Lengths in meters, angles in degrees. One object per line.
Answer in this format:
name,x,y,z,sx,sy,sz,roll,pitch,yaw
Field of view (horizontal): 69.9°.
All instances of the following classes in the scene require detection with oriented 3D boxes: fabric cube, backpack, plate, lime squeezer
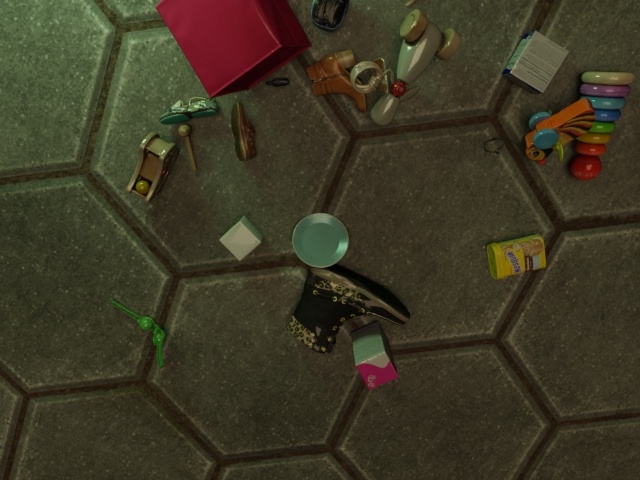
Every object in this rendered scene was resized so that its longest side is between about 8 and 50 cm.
fabric cube,-0.220,-0.574,1.234,0.254,0.259,0.258,-26,103,25
backpack,0.026,-0.672,1.330,0.105,0.084,0.114,16,102,-6
plate,0.000,0.000,1.527,0.188,0.024,0.188,1,74,-2
lime squeezer,-0.616,0.322,1.614,0.310,0.110,0.059,44,121,18

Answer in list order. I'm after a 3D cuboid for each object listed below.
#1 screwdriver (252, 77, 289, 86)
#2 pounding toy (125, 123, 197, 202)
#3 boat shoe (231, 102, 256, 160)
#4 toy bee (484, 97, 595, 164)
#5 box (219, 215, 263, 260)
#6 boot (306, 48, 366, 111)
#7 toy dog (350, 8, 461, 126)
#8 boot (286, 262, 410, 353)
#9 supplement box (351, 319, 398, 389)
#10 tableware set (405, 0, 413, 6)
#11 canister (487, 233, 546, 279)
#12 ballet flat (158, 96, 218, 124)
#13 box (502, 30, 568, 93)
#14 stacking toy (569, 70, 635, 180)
screwdriver,-0.181,-0.488,1.419,0.169,0.024,0.025,1,77,6
pounding toy,-0.477,-0.233,1.417,0.154,0.154,0.270,29,104,-9
boat shoe,-0.240,-0.343,1.442,0.060,0.064,0.178,-16,110,-28
toy bee,0.697,-0.320,1.423,0.162,0.298,0.195,36,67,-38
box,-0.260,-0.008,1.521,0.101,0.087,0.102,-40,103,10
boot,0.054,-0.469,1.406,0.152,0.073,0.197,-18,108,13
toy dog,0.244,-0.518,1.356,0.333,0.161,0.220,-38,119,13
boot,0.084,0.261,1.571,0.377,0.138,0.284,27,104,0
supplement box,0.183,0.388,1.575,0.114,0.220,0.111,-26,105,7
tableware set,0.291,-0.796,1.319,0.194,0.039,0.128,-38,103,10
canister,0.668,0.054,1.560,0.169,0.073,0.126,-13,107,2
ballet flat,-0.410,-0.407,1.422,0.188,0.070,0.070,-9,106,0
box,0.646,-0.535,1.384,0.126,0.072,0.137,27,104,-9
stacking toy,0.856,-0.349,1.422,0.141,0.141,0.330,0,113,-1
